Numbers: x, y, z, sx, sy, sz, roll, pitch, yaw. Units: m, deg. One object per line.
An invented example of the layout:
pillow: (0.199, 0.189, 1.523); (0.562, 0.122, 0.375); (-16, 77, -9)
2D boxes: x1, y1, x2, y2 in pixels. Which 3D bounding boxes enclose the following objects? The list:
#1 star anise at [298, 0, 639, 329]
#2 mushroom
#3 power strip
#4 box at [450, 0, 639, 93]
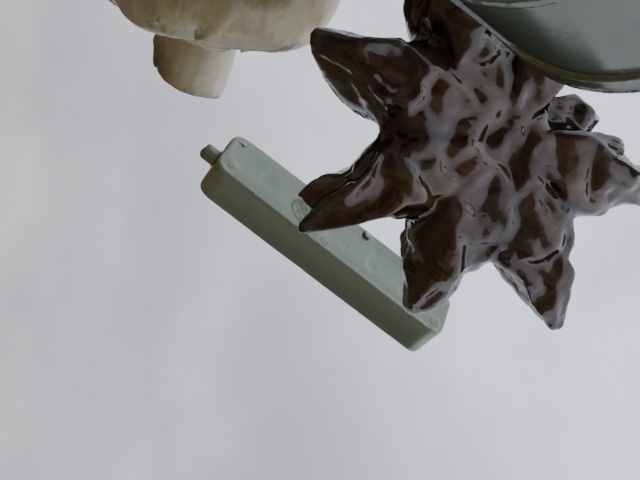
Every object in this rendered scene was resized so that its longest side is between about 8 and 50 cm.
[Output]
star anise: (0.130, -0.080, 0.805); (0.108, 0.315, 0.315); (-162, -99, -77)
mushroom: (-0.098, -0.246, 1.053); (0.254, 0.260, 0.234); (38, -50, 36)
power strip: (0.000, 0.000, 1.396); (0.062, 0.385, 0.091); (-47, -170, 36)
box: (0.150, -0.209, 0.572); (0.226, 0.149, 0.226); (-12, -110, 35)
